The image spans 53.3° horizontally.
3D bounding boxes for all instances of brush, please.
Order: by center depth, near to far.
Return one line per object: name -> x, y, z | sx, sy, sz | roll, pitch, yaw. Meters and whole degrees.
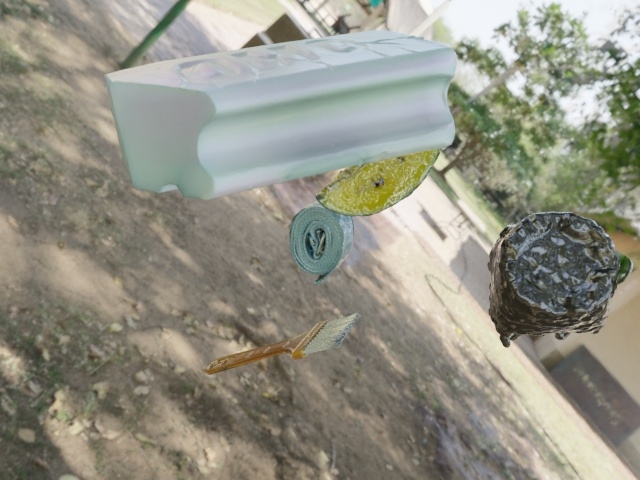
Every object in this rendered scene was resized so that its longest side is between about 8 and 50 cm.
brush -> -0.075, 0.172, 0.996 | 0.017, 0.314, 0.090 | 61, 37, -11

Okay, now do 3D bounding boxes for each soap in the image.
soap -> -0.049, -0.149, 0.714 | 0.208, 0.346, 0.115 | -135, -145, -58

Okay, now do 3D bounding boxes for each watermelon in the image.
watermelon -> 0.526, 0.054, 1.198 | 0.105, 0.062, 0.105 | 24, -20, 9
watermelon -> 0.129, -0.148, 1.249 | 0.123, 0.301, 0.129 | 50, 0, 27

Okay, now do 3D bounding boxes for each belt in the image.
belt -> 0.003, -0.008, 1.423 | 0.147, 0.163, 0.082 | 46, 31, 7

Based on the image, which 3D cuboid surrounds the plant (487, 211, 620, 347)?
plant -> 0.375, 0.068, 1.044 | 0.276, 0.188, 0.199 | 63, 30, -71
